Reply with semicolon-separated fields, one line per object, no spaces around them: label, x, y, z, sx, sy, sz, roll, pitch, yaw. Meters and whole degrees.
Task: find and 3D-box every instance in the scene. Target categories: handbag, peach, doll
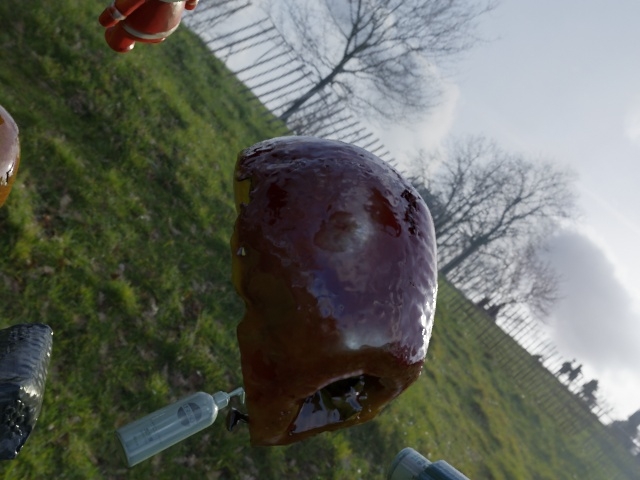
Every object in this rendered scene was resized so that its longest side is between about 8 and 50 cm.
handbag;-0.406;0.146;0.559;0.270;0.089;0.175;-1;26;-33
peach;0.007;0.002;0.437;0.267;0.153;0.159;-99;-167;-53
doll;-0.186;-0.304;0.670;0.245;0.142;0.076;-25;-81;53

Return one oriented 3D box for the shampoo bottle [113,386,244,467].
shampoo bottle;-0.197;0.257;0.816;0.056;0.195;0.056;29;-51;43

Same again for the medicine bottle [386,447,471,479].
medicine bottle;0.197;0.392;0.751;0.079;0.124;0.258;7;18;-48

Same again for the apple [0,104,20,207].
apple;-0.425;-0.101;0.623;0.147;0.163;0.147;11;66;-42
